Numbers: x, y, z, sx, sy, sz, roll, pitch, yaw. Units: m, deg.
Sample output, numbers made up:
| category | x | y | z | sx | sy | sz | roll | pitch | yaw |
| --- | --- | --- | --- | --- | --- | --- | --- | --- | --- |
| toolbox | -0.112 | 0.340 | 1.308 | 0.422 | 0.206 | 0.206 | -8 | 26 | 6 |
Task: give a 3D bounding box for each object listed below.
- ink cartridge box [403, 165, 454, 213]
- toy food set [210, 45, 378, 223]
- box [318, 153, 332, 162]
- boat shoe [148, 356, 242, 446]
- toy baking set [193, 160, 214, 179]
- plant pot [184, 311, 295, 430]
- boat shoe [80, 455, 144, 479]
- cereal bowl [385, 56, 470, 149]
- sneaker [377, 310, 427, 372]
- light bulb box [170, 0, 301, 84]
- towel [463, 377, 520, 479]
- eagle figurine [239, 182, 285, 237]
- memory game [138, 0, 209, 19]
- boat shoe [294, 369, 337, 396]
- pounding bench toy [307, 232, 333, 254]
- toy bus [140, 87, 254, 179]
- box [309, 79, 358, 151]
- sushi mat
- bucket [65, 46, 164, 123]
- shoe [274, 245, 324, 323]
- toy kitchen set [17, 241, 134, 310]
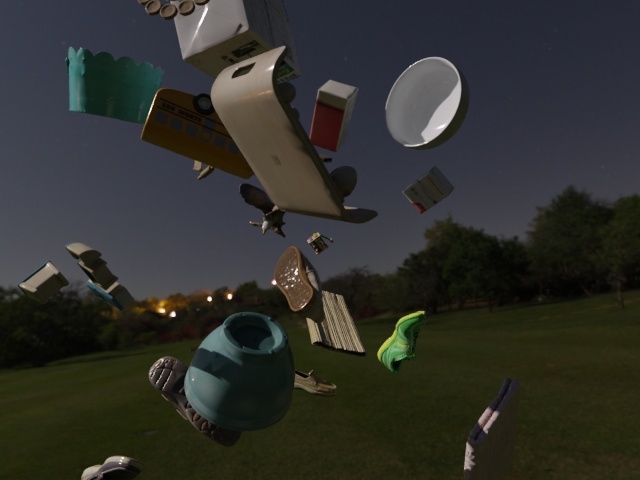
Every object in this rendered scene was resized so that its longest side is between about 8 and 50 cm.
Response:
| category | x | y | z | sx | sy | sz | roll | pitch | yaw |
| --- | --- | --- | --- | --- | --- | --- | --- | --- | --- |
| ink cartridge box | 0.354 | -0.166 | 1.599 | 0.056 | 0.099 | 0.135 | -42 | 2 | -40 |
| toy food set | -0.044 | -0.162 | 0.823 | 0.092 | 0.306 | 0.219 | -43 | 30 | -22 |
| box | -0.065 | -0.333 | 1.866 | 0.201 | 0.021 | 0.164 | 17 | 13 | 9 |
| boat shoe | -0.382 | 0.503 | 1.526 | 0.132 | 0.355 | 0.130 | -43 | -17 | -27 |
| toy baking set | -0.502 | -0.380 | 2.111 | 0.030 | 0.197 | 0.256 | -11 | -4 | -42 |
| plant pot | -0.190 | 0.314 | 1.277 | 0.293 | 0.196 | 0.293 | 16 | 24 | -7 |
| boat shoe | -0.608 | 0.691 | 1.394 | 0.285 | 0.092 | 0.103 | -29 | -59 | 31 |
| cereal bowl | 0.413 | -0.497 | 1.822 | 0.141 | 0.339 | 0.339 | 9 | -18 | -43 |
| sneaker | 0.322 | 0.374 | 1.795 | 0.109 | 0.123 | 0.296 | -6 | -46 | -38 |
| light bulb box | -0.258 | -0.683 | 1.486 | 0.225 | 0.358 | 0.361 | -15 | -7 | 19 |
| towel | 0.499 | 0.614 | 1.423 | 0.053 | 0.332 | 0.317 | 12 | 29 | 38 |
| eagle figurine | -0.215 | -0.130 | 2.121 | 0.226 | 0.225 | 0.298 | -14 | -34 | -6 |
| memory game | -0.303 | -0.544 | 1.034 | 0.186 | 0.186 | 0.012 | -7 | -20 | 6 |
| boat shoe | -0.031 | 0.491 | 1.702 | 0.190 | 0.072 | 0.068 | 10 | 4 | 9 |
| pounding bench toy | 0.000 | 0.000 | 1.835 | 0.083 | 0.065 | 0.052 | -36 | 16 | 0 |
| toy bus | -0.236 | -0.244 | 1.153 | 0.332 | 0.130 | 0.108 | 19 | -15 | -22 |
| box | 0.050 | -0.498 | 1.949 | 0.126 | 0.232 | 0.149 | 20 | 37 | 10 |
| sushi mat | 0.028 | 0.221 | 1.385 | 0.151 | 0.019 | 0.316 | 17 | 18 | -16 |
| bucket | -0.639 | -0.470 | 1.511 | 0.281 | 0.183 | 0.281 | 11 | 10 | -2 |
| shoe | -0.039 | 0.085 | 0.950 | 0.076 | 0.219 | 0.058 | -44 | -61 | 11 |
| toy kitchen set | -0.585 | 0.114 | 1.156 | 0.122 | 0.166 | 0.207 | 20 | -37 | 32 |
